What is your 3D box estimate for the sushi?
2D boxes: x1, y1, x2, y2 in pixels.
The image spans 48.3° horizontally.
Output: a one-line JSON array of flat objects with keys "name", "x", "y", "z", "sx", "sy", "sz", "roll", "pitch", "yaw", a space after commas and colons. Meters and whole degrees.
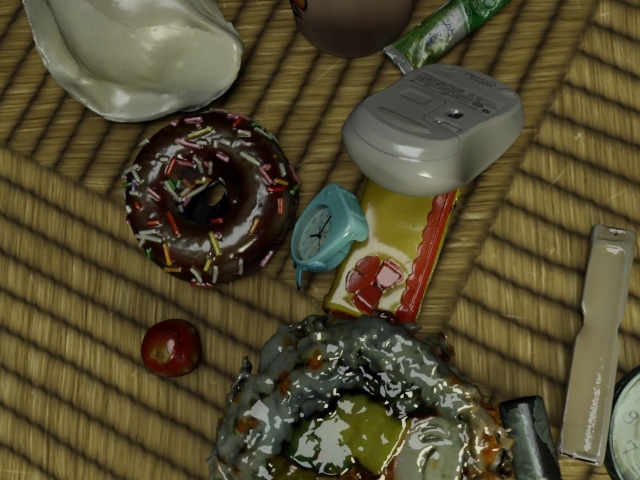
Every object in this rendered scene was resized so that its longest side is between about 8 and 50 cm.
[{"name": "sushi", "x": 0.042, "y": 0.281, "z": 0.902, "sx": 0.417, "sy": 0.176, "sz": 0.418, "roll": -1, "pitch": 82, "yaw": 9}]

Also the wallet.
[{"name": "wallet", "x": 0.102, "y": 0.006, "z": 1.005, "sx": 0.141, "sy": 0.067, "sz": 0.241, "roll": 17, "pitch": 82, "yaw": 9}]

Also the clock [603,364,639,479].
[{"name": "clock", "x": 0.479, "y": 0.260, "z": 0.915, "sx": 0.226, "sy": 0.049, "sz": 0.226, "roll": -1, "pitch": 80, "yaw": 8}]

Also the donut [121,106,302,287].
[{"name": "donut", "x": -0.162, "y": -0.066, "z": 1.036, "sx": 0.269, "sy": 0.103, "sz": 0.270, "roll": -2, "pitch": 78, "yaw": 8}]

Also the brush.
[{"name": "brush", "x": 0.370, "y": 0.134, "z": 0.958, "sx": 0.060, "sy": 0.050, "sz": 0.321, "roll": 12, "pitch": 74, "yaw": 12}]

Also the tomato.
[{"name": "tomato", "x": -0.214, "y": 0.153, "z": 1.016, "sx": 0.087, "sy": 0.075, "sz": 0.087, "roll": -1, "pitch": 82, "yaw": 10}]

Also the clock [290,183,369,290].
[{"name": "clock", "x": -0.001, "y": 0.000, "z": 0.996, "sx": 0.147, "sy": 0.045, "sz": 0.108, "roll": -48, "pitch": 36, "yaw": 23}]

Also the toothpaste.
[{"name": "toothpaste", "x": 0.211, "y": -0.334, "z": 1.063, "sx": 0.248, "sy": 0.047, "sz": 0.078, "roll": -37, "pitch": 78, "yaw": 2}]

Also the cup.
[{"name": "cup", "x": 0.025, "y": -0.420, "z": 1.024, "sx": 0.191, "sy": 0.200, "sz": 0.253, "roll": -25, "pitch": 77, "yaw": 3}]

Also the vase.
[{"name": "vase", "x": 0.285, "y": 0.311, "z": 0.926, "sx": 0.059, "sy": 0.060, "sz": 0.211, "roll": -13, "pitch": 79, "yaw": 5}]

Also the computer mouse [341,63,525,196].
[{"name": "computer mouse", "x": 0.154, "y": -0.140, "z": 0.962, "sx": 0.184, "sy": 0.297, "sz": 0.121, "roll": 25, "pitch": 127, "yaw": 23}]

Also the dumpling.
[{"name": "dumpling", "x": -0.298, "y": -0.317, "z": 1.077, "sx": 0.341, "sy": 0.181, "sz": 0.260, "roll": 31, "pitch": 110, "yaw": -20}]
